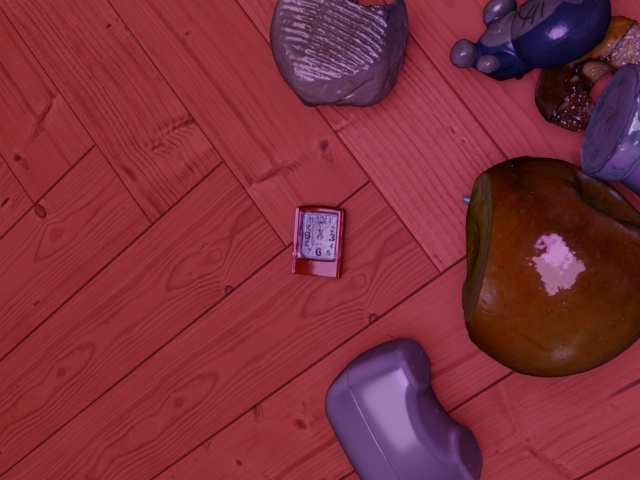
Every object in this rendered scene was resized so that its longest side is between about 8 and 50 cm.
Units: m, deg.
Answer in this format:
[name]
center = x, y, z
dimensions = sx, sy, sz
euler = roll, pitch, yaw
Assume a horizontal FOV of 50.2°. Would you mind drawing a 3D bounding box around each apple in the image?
[apple]
center = 0.399, 0.049, 1.219
dimensions = 0.374, 0.374, 0.384
euler = -50, 62, 17

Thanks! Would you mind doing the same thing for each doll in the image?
[doll]
center = 0.385, -0.375, 1.225
dimensions = 0.154, 0.228, 0.258
euler = 49, 154, -15

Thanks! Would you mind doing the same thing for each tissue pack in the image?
[tissue pack]
center = 0.154, 0.387, 1.392
dimensions = 0.236, 0.229, 0.333
euler = -31, 86, 18

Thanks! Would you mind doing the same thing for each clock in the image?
[clock]
center = 0.000, 0.000, 1.494
dimensions = 0.113, 0.061, 0.154
euler = 5, 95, 19

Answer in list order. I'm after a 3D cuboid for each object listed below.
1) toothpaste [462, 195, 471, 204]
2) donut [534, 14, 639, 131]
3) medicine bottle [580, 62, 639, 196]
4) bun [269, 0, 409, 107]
[toothpaste]
center = 0.398, -0.055, 1.361
dimensions = 0.234, 0.038, 0.060
euler = 16, 106, 14
[donut]
center = 0.491, -0.305, 1.250
dimensions = 0.085, 0.141, 0.217
euler = 30, 113, -26
[medicine bottle]
center = 0.611, -0.160, 1.130
dimensions = 0.290, 0.245, 0.244
euler = 17, 102, 2
[bun]
center = 0.036, -0.383, 1.363
dimensions = 0.282, 0.205, 0.281
euler = -1, 86, 9
